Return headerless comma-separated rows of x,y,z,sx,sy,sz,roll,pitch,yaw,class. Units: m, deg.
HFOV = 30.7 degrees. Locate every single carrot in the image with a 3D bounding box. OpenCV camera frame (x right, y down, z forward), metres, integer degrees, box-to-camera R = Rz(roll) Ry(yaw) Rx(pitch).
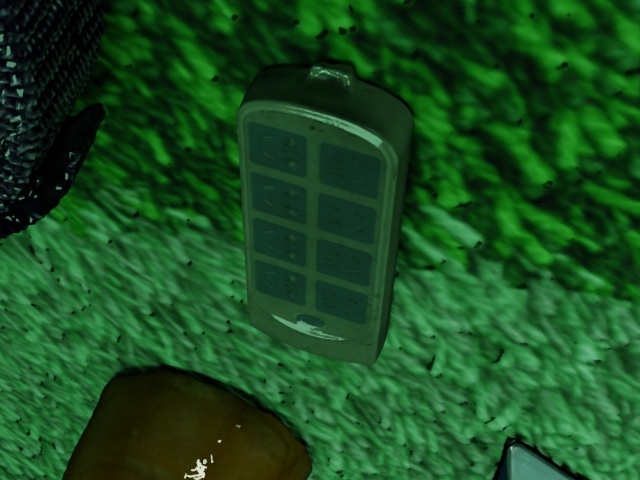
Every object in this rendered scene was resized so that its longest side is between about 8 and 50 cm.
-0.121,0.210,0.772,0.159,0.225,0.159,17,141,15,carrot

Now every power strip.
0.000,0.000,0.595,0.080,0.029,0.227,15,144,11,power strip

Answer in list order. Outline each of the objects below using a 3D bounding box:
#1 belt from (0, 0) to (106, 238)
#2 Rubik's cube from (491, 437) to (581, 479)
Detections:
-0.233,-0.130,0.481,0.260,0.122,0.325,-2,137,24,belt
0.182,0.215,0.739,0.250,0.284,0.234,-16,111,9,Rubik's cube
